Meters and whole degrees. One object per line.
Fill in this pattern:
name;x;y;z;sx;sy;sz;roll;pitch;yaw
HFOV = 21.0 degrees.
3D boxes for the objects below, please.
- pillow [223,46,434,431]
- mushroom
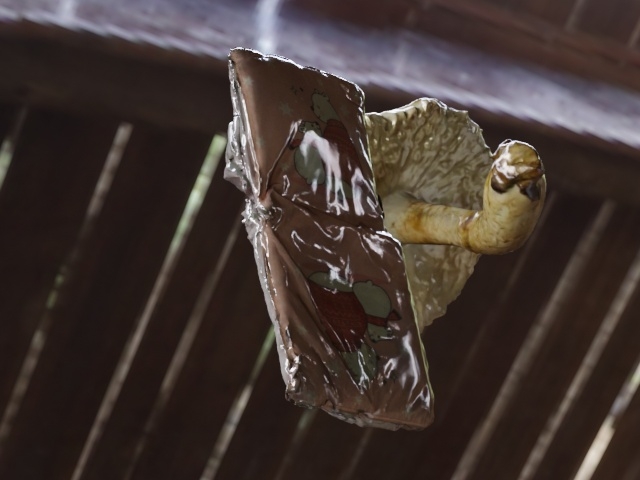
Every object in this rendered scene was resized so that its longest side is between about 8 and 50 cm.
pillow;0.000;0.000;1.093;0.135;0.049;0.248;15;54;-49
mushroom;0.094;0.000;1.582;0.208;0.233;0.301;-16;18;-1
